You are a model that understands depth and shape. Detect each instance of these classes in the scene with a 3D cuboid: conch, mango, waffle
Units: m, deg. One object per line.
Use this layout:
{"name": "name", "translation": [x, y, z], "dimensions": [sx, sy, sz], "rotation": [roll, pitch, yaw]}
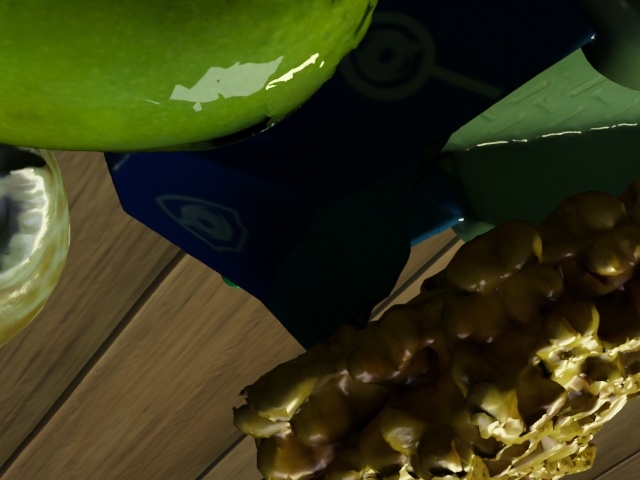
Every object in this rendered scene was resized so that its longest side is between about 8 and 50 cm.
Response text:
{"name": "conch", "translation": [-0.169, -0.007, 0.718], "dimensions": [0.116, 0.106, 0.173], "rotation": [11, 132, -10]}
{"name": "mango", "translation": [-0.095, -0.092, 0.499], "dimensions": [0.233, 0.125, 0.111], "rotation": [7, 167, 4]}
{"name": "waffle", "translation": [0.071, 0.047, 0.561], "dimensions": [0.197, 0.070, 0.193], "rotation": [-27, 163, -9]}

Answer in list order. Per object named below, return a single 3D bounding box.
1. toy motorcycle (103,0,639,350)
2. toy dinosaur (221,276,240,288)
{"name": "toy motorcycle", "translation": [0.042, -0.060, 0.624], "dimensions": [0.326, 0.200, 0.191], "rotation": [-11, 157, -21]}
{"name": "toy dinosaur", "translation": [0.000, 0.000, 0.928], "dimensions": [0.132, 0.059, 0.096], "rotation": [-13, 167, 10]}
